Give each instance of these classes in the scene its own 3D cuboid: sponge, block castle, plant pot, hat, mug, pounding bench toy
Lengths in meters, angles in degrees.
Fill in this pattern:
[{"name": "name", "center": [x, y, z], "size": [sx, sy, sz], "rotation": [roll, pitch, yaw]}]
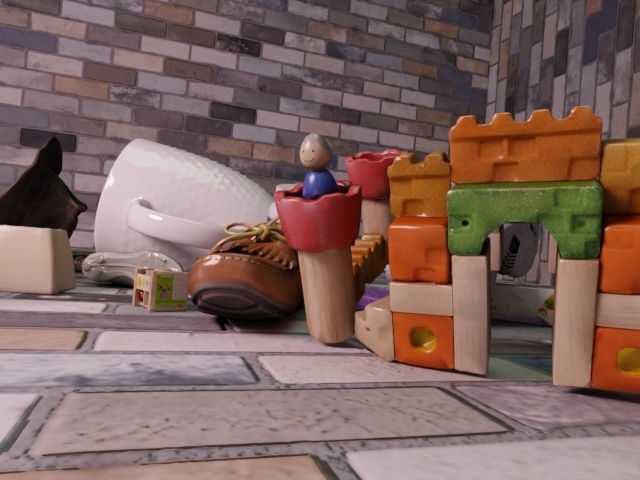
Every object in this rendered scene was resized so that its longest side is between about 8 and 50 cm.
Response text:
[{"name": "sponge", "center": [0.108, 0.106, 0.833], "size": [0.117, 0.031, 0.210], "rotation": [4, 0, -27]}, {"name": "block castle", "center": [0.206, -0.033, 0.489], "size": [0.454, 0.212, 0.303], "rotation": [1, 19, 24]}, {"name": "plant pot", "center": [-0.446, 0.027, 0.743], "size": [0.109, 0.096, 0.109], "rotation": [6, -1, -10]}, {"name": "hat", "center": [-0.607, -0.057, 1.071], "size": [0.134, 0.331, 0.331], "rotation": [30, -9, -17]}, {"name": "mug", "center": [-0.259, -0.036, 0.990], "size": [0.328, 0.276, 0.374], "rotation": [17, 4, -5]}, {"name": "pounding bench toy", "center": [-0.206, 0.067, 0.662], "size": [0.083, 0.052, 0.065], "rotation": [6, -2, -41]}]

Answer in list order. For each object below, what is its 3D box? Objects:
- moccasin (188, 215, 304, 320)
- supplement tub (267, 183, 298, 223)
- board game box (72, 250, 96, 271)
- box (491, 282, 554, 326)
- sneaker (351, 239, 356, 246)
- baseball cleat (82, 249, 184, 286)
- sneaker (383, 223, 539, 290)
[{"name": "moccasin", "center": [-0.072, 0.030, 0.666], "size": [0.139, 0.146, 0.380], "rotation": [4, -1, 13]}, {"name": "supplement tub", "center": [-0.034, 0.000, 0.927], "size": [0.145, 0.199, 0.144], "rotation": [6, 14, -2]}, {"name": "board game box", "center": [-0.560, 0.054, 1.223], "size": [0.165, 0.042, 0.243], "rotation": [4, -1, 41]}, {"name": "box", "center": [0.361, 0.111, 0.836], "size": [0.324, 0.063, 0.067], "rotation": [4, -2, 25]}, {"name": "sneaker", "center": [0.000, 0.000, 1.062], "size": [0.222, 0.083, 0.118], "rotation": [40, 20, -6]}, {"name": "baseball cleat", "center": [-0.324, 0.053, 0.878], "size": [0.206, 0.072, 0.109], "rotation": [8, -7, 16]}, {"name": "sneaker", "center": [0.241, 0.000, 0.855], "size": [0.210, 0.137, 0.366], "rotation": [13, 24, 41]}]
